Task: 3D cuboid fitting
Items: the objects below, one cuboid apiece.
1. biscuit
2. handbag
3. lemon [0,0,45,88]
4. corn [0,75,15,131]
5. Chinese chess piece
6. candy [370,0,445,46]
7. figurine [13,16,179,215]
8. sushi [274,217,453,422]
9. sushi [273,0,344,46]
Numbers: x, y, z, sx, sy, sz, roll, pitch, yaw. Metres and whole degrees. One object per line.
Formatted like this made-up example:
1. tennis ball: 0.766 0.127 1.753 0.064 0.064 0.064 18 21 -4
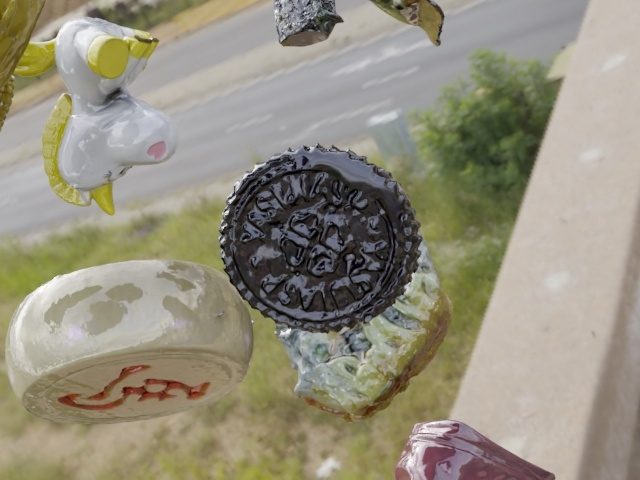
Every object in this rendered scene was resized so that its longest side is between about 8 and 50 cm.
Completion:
1. biscuit: 0.000 0.000 1.015 0.194 0.194 0.053 -22 17 14
2. handbag: 0.217 0.347 1.533 0.146 0.225 0.135 -25 40 60
3. lemon: -0.316 -0.202 0.628 0.336 0.336 0.336 -23 25 11
4. corn: -0.361 -0.065 1.015 0.231 0.080 0.080 -60 21 12
5. Chinese chess piece: -0.205 0.116 1.182 0.273 0.273 0.102 -21 64 16
6. candy: 0.043 -0.315 1.111 0.101 0.271 0.143 -37 0 6
7. figurine: -0.195 -0.111 0.970 0.129 0.178 0.109 -10 17 5
8. sushi: 0.064 0.103 1.418 0.184 0.139 0.274 40 86 19
9. sushi: -0.015 -0.293 1.362 0.084 0.056 0.083 -6 71 26
